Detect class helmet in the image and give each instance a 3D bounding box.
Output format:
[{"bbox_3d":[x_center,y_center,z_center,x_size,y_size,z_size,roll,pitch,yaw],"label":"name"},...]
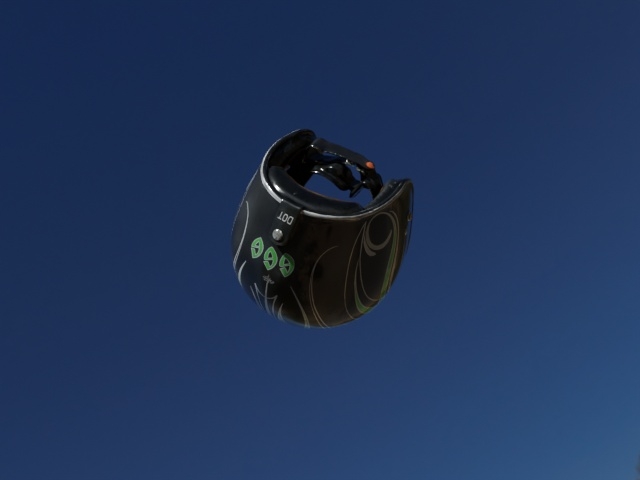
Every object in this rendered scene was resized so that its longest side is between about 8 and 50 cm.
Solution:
[{"bbox_3d":[0.000,0.000,0.842,0.169,0.169,0.162,-14,-44,-26],"label":"helmet"}]
